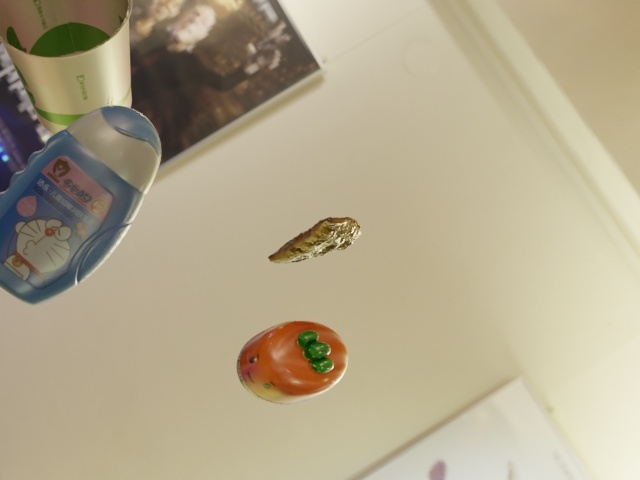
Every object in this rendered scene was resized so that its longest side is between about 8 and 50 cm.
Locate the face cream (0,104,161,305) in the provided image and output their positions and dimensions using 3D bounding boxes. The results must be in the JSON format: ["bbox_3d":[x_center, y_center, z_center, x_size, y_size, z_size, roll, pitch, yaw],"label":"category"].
[{"bbox_3d":[-0.296,-0.049,1.244,0.149,0.264,0.083,40,0,-17],"label":"face cream"}]

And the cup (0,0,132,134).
[{"bbox_3d":[-0.455,-0.343,1.891,0.253,0.253,0.274,58,-17,29],"label":"cup"}]

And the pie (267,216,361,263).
[{"bbox_3d":[0.000,0.000,1.341,0.170,0.092,0.034,-29,-115,51],"label":"pie"}]

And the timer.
[{"bbox_3d":[-0.026,0.144,1.221,0.136,0.136,0.099,70,5,-87],"label":"timer"}]
